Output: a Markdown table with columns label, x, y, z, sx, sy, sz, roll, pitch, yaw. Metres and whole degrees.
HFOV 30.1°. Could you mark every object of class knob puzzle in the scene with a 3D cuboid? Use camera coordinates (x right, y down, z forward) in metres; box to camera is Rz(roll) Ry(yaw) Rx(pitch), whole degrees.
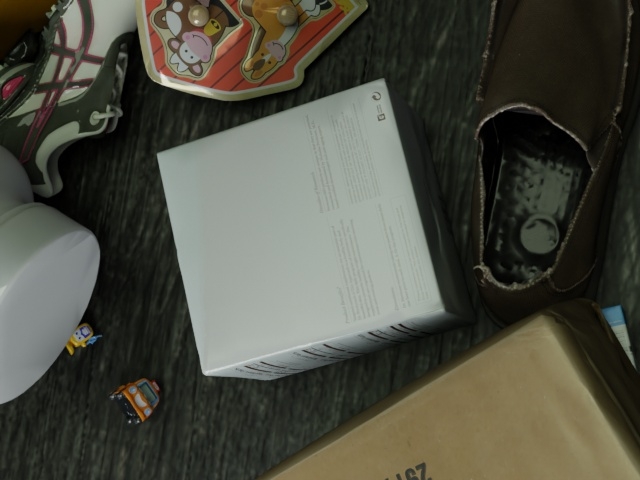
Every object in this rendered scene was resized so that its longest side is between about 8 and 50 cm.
| label | x | y | z | sx | sy | sz | roll | pitch | yaw |
| --- | --- | --- | --- | --- | --- | --- | --- | --- | --- |
| knob puzzle | -0.082 | -0.211 | 1.076 | 0.213 | 0.030 | 0.213 | -1 | 102 | -5 |

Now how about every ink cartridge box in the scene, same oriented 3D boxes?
| label | x | y | z | sx | sy | sz | roll | pitch | yaw |
| --- | --- | --- | --- | --- | --- | --- | --- | --- | --- |
| ink cartridge box | 0.241 | 0.097 | 0.962 | 0.028 | 0.048 | 0.083 | -14 | 77 | 15 |

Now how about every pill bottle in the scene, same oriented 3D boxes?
| label | x | y | z | sx | sy | sz | roll | pitch | yaw |
| --- | --- | --- | --- | --- | --- | --- | --- | --- | --- |
| pill bottle | -0.414 | -0.026 | 1.072 | 0.407 | 0.229 | 0.229 | 28 | 91 | 14 |

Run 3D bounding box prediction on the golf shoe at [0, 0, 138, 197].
| label | x | y | z | sx | sy | sz | roll | pitch | yaw |
| --- | --- | --- | --- | --- | --- | --- | --- | --- | --- |
| golf shoe | -0.219 | -0.166 | 1.136 | 0.120 | 0.105 | 0.273 | 45 | 103 | 3 |

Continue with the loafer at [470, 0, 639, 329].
| label | x | y | z | sx | sy | sz | roll | pitch | yaw |
| --- | --- | --- | --- | --- | --- | --- | --- | --- | --- |
| loafer | 0.193 | -0.105 | 0.966 | 0.133 | 0.130 | 0.366 | 2 | 82 | 18 |

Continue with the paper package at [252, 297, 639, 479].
| label | x | y | z | sx | sy | sz | roll | pitch | yaw |
| --- | --- | --- | --- | --- | --- | --- | --- | --- | --- |
| paper package | 0.133 | 0.248 | 0.885 | 0.325 | 0.168 | 0.309 | -35 | 72 | 20 |

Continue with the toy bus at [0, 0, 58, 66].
| label | x | y | z | sx | sy | sz | roll | pitch | yaw |
| --- | --- | --- | --- | --- | --- | --- | --- | --- | --- |
| toy bus | -0.306 | -0.278 | 1.164 | 0.333 | 0.108 | 0.130 | -47 | 70 | 6 |

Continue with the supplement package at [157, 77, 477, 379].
| label | x | y | z | sx | sy | sz | roll | pitch | yaw |
| --- | --- | --- | --- | --- | --- | --- | --- | --- | --- |
| supplement package | 0.000 | 0.000 | 1.000 | 0.203 | 0.149 | 0.194 | -16 | 77 | 15 |

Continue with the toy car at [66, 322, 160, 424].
| label | x | y | z | sx | sy | sz | roll | pitch | yaw |
| --- | --- | --- | --- | --- | --- | --- | --- | --- | --- |
| toy car | -0.190 | 0.115 | 1.095 | 0.040 | 0.060 | 0.122 | -35 | 78 | -23 |
